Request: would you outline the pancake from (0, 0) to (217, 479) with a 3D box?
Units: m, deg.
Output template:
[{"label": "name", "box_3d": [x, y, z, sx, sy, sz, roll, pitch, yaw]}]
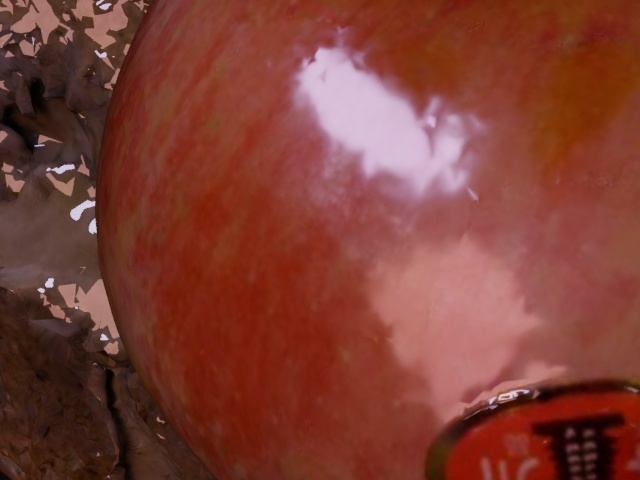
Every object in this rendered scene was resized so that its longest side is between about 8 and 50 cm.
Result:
[{"label": "pancake", "box_3d": [0.001, 0.000, 0.666, 0.386, 0.082, 0.387, 12, 115, 27]}]

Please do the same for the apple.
[{"label": "apple", "box_3d": [0.051, -0.006, 0.460, 0.209, 0.209, 0.164, 31, 113, 24]}]
